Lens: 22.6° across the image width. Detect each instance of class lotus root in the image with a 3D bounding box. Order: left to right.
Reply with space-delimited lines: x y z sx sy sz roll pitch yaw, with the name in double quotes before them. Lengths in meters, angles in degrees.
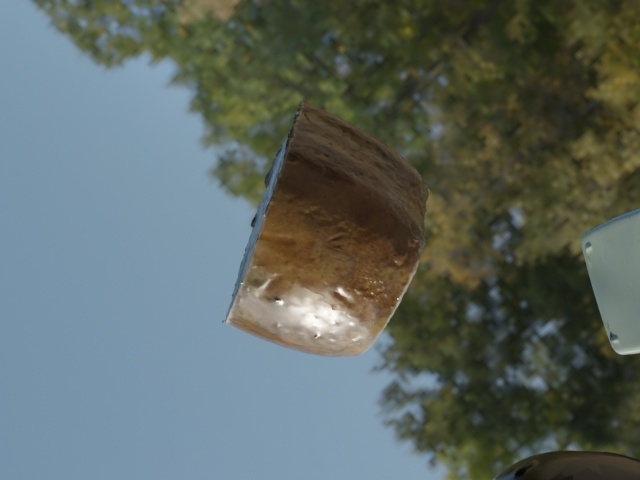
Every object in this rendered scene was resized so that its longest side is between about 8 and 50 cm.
"lotus root" -0.001 0.002 0.793 0.081 0.112 0.122 25 -150 -9

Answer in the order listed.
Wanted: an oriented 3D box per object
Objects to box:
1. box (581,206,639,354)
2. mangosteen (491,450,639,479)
"box" 0.322 0.021 1.377 0.210 0.129 0.148 139 116 -77
"mangosteen" 0.129 0.173 0.750 0.152 0.152 0.152 39 -159 -18
